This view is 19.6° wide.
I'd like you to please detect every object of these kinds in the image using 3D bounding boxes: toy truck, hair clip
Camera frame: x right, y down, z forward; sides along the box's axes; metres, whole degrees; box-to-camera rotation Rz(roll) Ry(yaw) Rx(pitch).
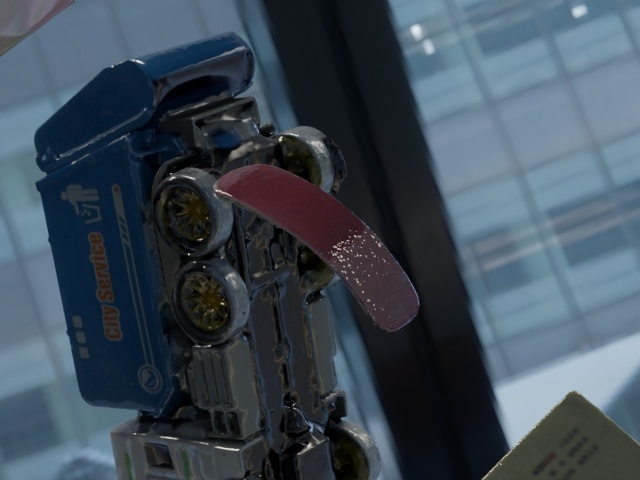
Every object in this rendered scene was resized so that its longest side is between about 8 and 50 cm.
[{"bbox_3d":[-0.076,0.045,1.289,0.175,0.367,0.146,0,14,38],"label":"toy truck"},{"bbox_3d":[0.000,-0.001,1.048,0.054,0.137,0.022,-30,-25,-52],"label":"hair clip"}]

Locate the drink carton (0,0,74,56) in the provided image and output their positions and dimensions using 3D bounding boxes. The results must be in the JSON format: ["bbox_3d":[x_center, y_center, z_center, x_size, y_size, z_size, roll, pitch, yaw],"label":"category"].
[{"bbox_3d":[-0.193,-0.183,0.618,0.108,0.271,0.161,-41,-23,-21],"label":"drink carton"}]

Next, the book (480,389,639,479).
[{"bbox_3d":[0.176,0.241,1.017,0.215,0.282,0.025,-41,-19,-16],"label":"book"}]
